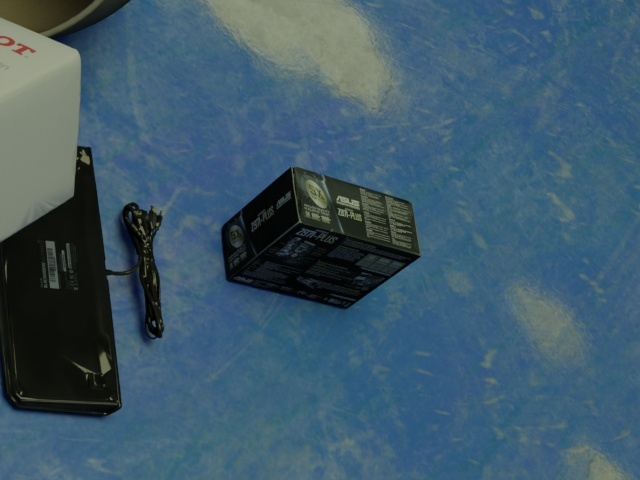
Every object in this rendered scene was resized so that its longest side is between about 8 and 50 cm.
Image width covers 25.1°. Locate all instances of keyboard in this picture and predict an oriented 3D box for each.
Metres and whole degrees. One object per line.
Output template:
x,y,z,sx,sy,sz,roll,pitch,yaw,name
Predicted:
-0.251,0.035,1.515,0.201,0.033,0.317,7,58,-31,keyboard

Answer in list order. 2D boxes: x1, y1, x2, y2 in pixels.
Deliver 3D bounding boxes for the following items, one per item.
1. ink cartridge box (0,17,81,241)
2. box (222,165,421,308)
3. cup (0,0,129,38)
-0.439,-0.080,1.239,0.285,0.166,0.395,25,36,20,ink cartridge box
0.000,0.000,1.676,0.180,0.147,0.077,15,54,-34,box
-0.292,-0.374,1.593,0.331,0.331,0.237,58,16,7,cup
